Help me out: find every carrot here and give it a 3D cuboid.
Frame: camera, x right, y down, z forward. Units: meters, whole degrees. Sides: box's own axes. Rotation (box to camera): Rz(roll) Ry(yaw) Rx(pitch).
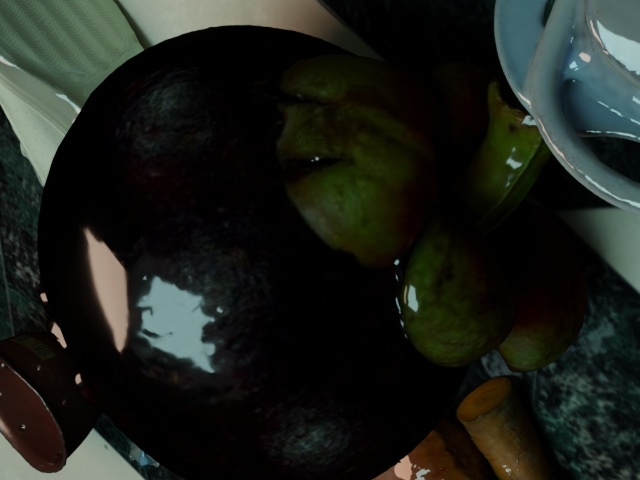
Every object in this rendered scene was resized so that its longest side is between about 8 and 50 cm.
[{"bbox_3d":[0.191,0.226,1.608,0.057,0.057,0.224,-9,117,47],"label":"carrot"}]

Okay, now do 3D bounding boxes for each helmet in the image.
[{"bbox_3d":[-0.299,0.156,1.974,0.175,0.106,0.155,15,131,40],"label":"helmet"}]

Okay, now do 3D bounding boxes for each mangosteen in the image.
[{"bbox_3d":[0.000,0.000,1.409,0.435,0.382,0.382,-22,107,10],"label":"mangosteen"}]

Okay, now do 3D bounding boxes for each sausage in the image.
[{"bbox_3d":[0.070,0.241,1.688,0.113,0.113,0.259,49,142,2],"label":"sausage"}]

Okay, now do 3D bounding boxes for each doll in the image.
[{"bbox_3d":[-0.181,0.219,1.964,0.057,0.039,0.114,47,138,-4],"label":"doll"}]

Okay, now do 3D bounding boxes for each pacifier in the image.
[{"bbox_3d":[0.250,-0.112,1.208,0.279,0.227,0.207,25,177,20],"label":"pacifier"}]

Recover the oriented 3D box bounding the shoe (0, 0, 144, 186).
[{"bbox_3d":[-0.232,-0.125,1.679,0.363,0.132,0.160,47,146,-2],"label":"shoe"}]
